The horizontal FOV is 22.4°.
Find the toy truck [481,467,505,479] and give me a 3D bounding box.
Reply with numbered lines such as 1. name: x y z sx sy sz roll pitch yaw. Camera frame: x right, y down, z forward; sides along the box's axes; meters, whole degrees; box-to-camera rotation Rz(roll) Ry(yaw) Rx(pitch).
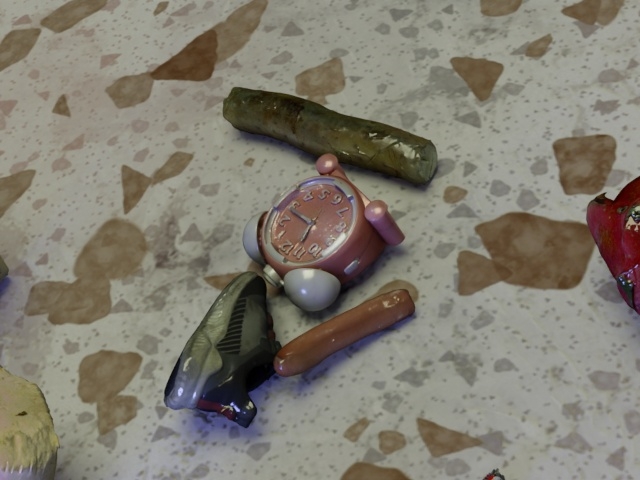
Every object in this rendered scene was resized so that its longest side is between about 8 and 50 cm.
1. toy truck: 0.166 0.272 1.686 0.083 0.024 0.032 -47 22 -18

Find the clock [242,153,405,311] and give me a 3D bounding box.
1. clock: 0.000 0.000 1.947 0.162 0.093 0.166 -40 49 -5

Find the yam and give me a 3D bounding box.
1. yam: 0.009 -0.138 2.074 0.317 0.071 0.067 19 95 31

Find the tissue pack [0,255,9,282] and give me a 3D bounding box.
1. tissue pack: -0.591 0.069 1.917 0.205 0.332 0.405 17 57 26

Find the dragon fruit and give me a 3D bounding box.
1. dragon fruit: 0.417 -0.012 1.756 0.269 0.198 0.200 -28 34 -25

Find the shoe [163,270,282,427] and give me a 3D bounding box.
1. shoe: -0.095 0.130 1.862 0.112 0.099 0.227 31 39 2

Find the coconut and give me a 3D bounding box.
1. coconut: -0.401 0.259 1.756 0.233 0.245 0.233 15 29 -9

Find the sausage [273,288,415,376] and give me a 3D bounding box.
1. sausage: 0.025 0.106 1.853 0.186 0.043 0.043 -26 46 -20
